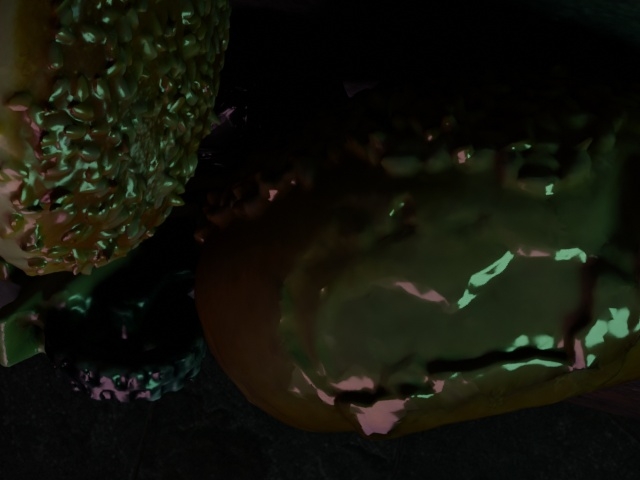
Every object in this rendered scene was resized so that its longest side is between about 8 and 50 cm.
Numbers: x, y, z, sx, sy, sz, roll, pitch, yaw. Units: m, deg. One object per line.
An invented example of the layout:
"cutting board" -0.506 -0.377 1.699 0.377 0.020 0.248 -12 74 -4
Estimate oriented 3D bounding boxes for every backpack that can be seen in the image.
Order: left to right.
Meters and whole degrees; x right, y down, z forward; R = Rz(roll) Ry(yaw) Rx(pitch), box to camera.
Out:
"backpack" -0.048 -0.112 1.111 0.120 0.105 0.165 -19 170 31

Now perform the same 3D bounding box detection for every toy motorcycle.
"toy motorcycle" -0.145 -0.012 1.189 0.237 0.410 0.168 15 126 16

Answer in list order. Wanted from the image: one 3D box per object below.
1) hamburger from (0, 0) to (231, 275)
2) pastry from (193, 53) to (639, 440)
"hamburger" -0.172 -0.118 0.787 0.225 0.290 0.291 10 169 12
"pastry" 0.107 -0.001 0.994 0.410 0.245 0.409 -11 178 0
